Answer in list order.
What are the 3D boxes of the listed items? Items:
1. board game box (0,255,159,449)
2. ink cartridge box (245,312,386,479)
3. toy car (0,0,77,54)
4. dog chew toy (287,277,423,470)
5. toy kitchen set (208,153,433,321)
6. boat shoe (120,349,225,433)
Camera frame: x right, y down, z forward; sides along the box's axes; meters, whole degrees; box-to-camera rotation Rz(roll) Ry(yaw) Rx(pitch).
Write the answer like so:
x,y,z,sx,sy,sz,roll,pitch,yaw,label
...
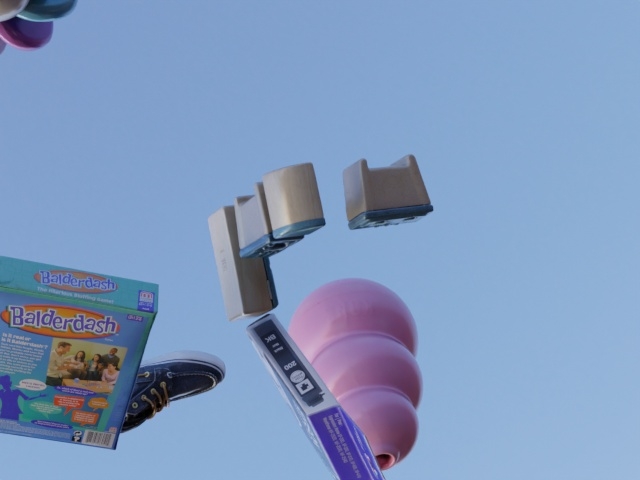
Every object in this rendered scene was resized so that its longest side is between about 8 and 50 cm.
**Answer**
x,y,z,sx,sy,sz,roll,pitch,yaw,label
-0.265,0.120,1.146,0.160,0.047,0.210,12,-53,-14,board game box
0.007,0.210,1.257,0.045,0.208,0.206,-33,-44,-9,ink cartridge box
-0.309,-0.237,1.060,0.182,0.159,0.136,-10,-49,21,toy car
0.061,0.208,1.688,0.207,0.331,0.206,-5,-53,-6,dog chew toy
0.000,0.000,1.191,0.166,0.207,0.122,-7,-100,-26,toy kitchen set
-0.202,0.185,1.336,0.183,0.083,0.065,-5,-51,-5,boat shoe
